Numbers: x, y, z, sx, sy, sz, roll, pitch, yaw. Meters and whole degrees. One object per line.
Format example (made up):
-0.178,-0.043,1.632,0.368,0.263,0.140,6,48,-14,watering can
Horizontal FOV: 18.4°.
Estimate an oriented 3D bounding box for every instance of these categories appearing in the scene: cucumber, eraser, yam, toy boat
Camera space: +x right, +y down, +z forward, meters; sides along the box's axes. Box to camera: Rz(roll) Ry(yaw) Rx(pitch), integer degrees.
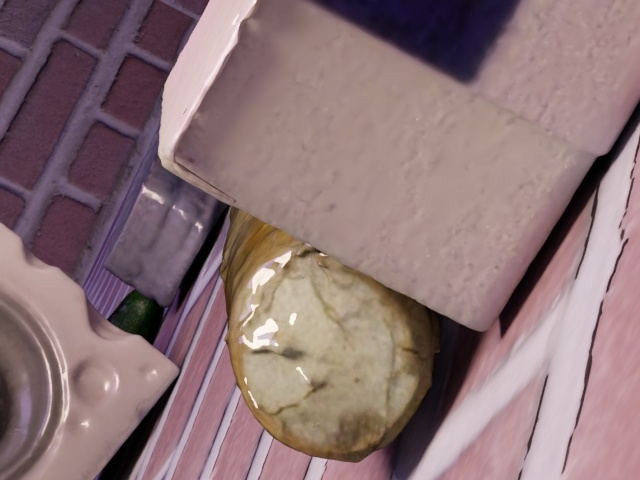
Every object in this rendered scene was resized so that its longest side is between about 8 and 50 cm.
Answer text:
-0.201,0.156,1.664,0.284,0.056,0.056,-63,7,-26,cucumber
0.069,-0.126,0.579,0.287,0.130,0.086,-59,12,19,eraser
0.000,0.000,0.793,0.083,0.083,0.371,-61,6,10,yam
-0.125,-0.040,1.729,0.283,0.078,0.127,-86,22,-68,toy boat

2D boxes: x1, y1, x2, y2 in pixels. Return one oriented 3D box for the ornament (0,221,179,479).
-0.286,0.133,1.434,0.239,0.240,0.240,-52,2,-24,ornament
